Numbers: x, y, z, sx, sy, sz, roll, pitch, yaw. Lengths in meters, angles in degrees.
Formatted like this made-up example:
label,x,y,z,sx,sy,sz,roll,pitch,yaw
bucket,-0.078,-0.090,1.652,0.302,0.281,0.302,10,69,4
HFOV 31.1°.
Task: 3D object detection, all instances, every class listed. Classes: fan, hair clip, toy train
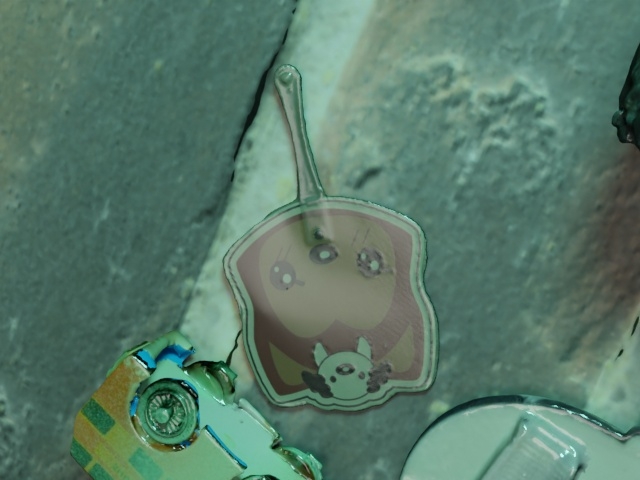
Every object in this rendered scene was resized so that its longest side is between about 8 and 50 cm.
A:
label,x,y,z,sx,sy,sz,roll,pitch,yaw
fan,0.000,0.000,0.711,0.132,0.009,0.220,-11,96,15
hair clip,0.104,0.176,0.685,0.140,0.054,0.220,36,104,14
toy train,-0.069,0.148,0.719,0.188,0.072,0.099,46,107,7

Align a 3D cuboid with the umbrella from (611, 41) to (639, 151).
label,x,y,z,sx,sy,sz,roll,pitch,yaw
umbrella,0.244,-0.183,0.535,0.094,0.143,0.349,25,105,6
